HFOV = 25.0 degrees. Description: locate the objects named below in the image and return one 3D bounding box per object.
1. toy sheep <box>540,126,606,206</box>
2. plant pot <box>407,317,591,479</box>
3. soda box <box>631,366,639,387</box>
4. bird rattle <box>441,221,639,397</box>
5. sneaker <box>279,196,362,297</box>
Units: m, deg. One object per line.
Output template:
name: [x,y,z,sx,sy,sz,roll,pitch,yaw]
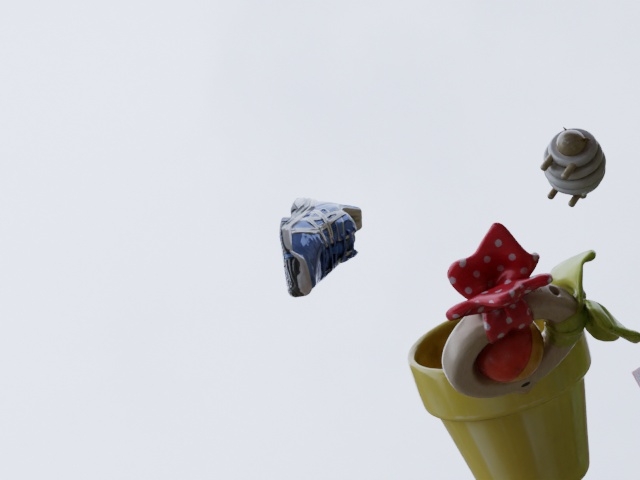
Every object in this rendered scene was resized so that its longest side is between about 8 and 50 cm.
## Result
toy sheep: [0.332,-0.097,1.894,0.091,0.091,0.132,-41,-35,-15]
plant pot: [0.278,0.237,2.072,0.254,0.254,0.239,-26,-75,-29]
soda box: [0.326,0.170,1.163,0.063,0.183,0.058,-37,-34,19]
bird rattle: [0.219,0.100,1.566,0.253,0.143,0.207,1,-48,-45]
sneaker: [0.000,0.000,1.672,0.081,0.211,0.080,-2,-65,9]
